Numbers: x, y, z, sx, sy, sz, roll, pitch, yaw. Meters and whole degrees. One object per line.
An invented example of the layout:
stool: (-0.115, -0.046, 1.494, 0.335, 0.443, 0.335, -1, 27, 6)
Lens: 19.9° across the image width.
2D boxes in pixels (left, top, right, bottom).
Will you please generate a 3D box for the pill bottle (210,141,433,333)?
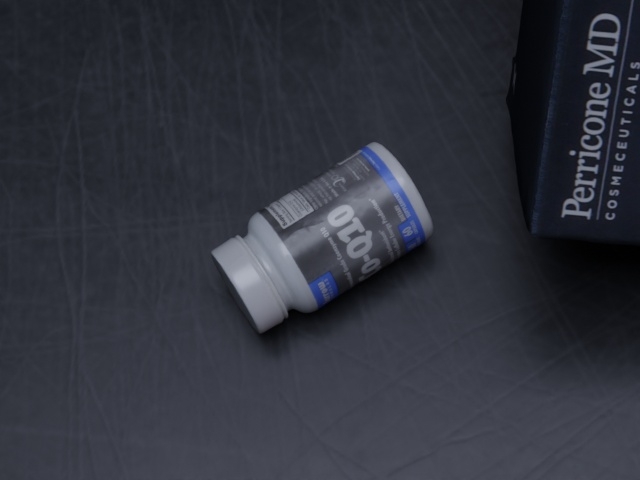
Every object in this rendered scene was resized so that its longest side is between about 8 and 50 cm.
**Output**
pill bottle: (0.000, 0.000, 1.226, 0.137, 0.078, 0.078, -32, 69, -7)

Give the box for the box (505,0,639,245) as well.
box: (0.328, -0.160, 1.093, 0.396, 0.293, 0.212, 4, 29, 0)
